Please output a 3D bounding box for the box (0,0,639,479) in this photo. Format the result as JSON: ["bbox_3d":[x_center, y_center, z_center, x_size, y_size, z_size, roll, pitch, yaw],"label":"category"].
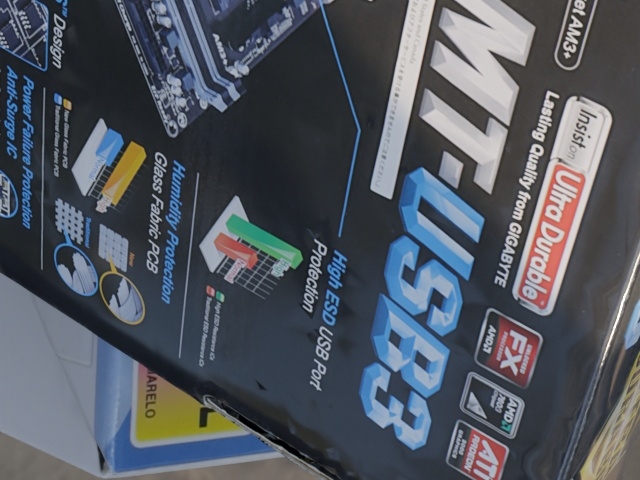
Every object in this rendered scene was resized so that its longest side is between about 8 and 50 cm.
[{"bbox_3d":[-0.027,-0.097,0.376,0.293,0.073,0.295,28,132,22],"label":"box"}]

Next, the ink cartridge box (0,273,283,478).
[{"bbox_3d":[0.000,0.000,0.764,0.270,0.395,0.151,10,97,51],"label":"ink cartridge box"}]
